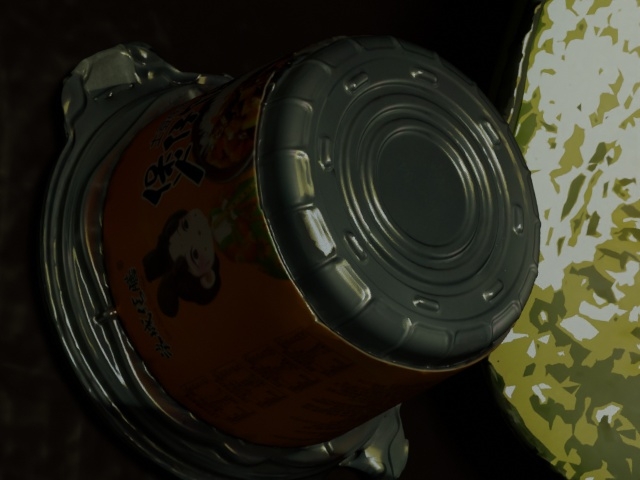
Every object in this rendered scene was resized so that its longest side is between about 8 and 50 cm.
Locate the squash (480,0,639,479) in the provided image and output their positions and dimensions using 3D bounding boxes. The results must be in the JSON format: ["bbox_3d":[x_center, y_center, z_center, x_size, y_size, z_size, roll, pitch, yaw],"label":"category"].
[{"bbox_3d":[0.177,-0.043,0.792,0.233,0.210,0.309,32,50,-12],"label":"squash"}]

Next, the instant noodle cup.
[{"bbox_3d":[0.000,0.000,0.681,0.208,0.125,0.177,45,51,-16],"label":"instant noodle cup"}]
